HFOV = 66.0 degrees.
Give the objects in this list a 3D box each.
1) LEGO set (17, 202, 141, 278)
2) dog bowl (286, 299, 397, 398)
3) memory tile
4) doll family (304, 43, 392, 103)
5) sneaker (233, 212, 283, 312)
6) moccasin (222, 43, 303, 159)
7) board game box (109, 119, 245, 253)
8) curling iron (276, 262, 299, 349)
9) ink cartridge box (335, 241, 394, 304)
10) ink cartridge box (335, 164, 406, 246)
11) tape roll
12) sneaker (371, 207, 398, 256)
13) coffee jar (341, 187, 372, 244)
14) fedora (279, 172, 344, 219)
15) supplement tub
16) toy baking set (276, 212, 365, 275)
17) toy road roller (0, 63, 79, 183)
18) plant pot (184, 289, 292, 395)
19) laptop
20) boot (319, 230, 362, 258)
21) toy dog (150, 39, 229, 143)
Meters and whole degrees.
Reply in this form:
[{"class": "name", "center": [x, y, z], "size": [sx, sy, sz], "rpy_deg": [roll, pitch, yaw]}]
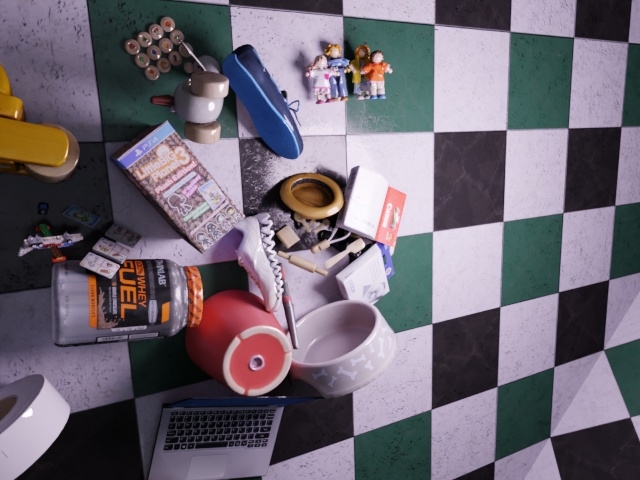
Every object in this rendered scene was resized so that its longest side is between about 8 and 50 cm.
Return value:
[{"class": "LEGO set", "center": [-0.585, 0.000, 1.185], "size": [0.244, 0.182, 0.060], "rpy_deg": [26, 123, -11]}, {"class": "dog bowl", "center": [0.045, 0.302, 1.454], "size": [0.349, 0.349, 0.102], "rpy_deg": [-31, 114, -20]}, {"class": "memory tile", "center": [-0.413, -0.492, 1.265], "size": [0.148, 0.012, 0.113], "rpy_deg": [-41, 115, -16]}, {"class": "doll family", "center": [0.076, -0.505, 1.480], "size": [0.263, 0.118, 0.163], "rpy_deg": [-8, 110, -8]}, {"class": "sneaker", "center": [-0.178, 0.067, 1.408], "size": [0.118, 0.110, 0.291], "rpy_deg": [-8, 74, -17]}, {"class": "moccasin", "center": [-0.126, -0.376, 1.346], "size": [0.116, 0.138, 0.342], "rpy_deg": [-63, 142, -31]}, {"class": "board game box", "center": [-0.361, -0.135, 1.232], "size": [0.141, 0.232, 0.291], "rpy_deg": [-43, 115, -14]}, {"class": "curling iron", "center": [-0.099, 0.187, 1.453], "size": [0.035, 0.068, 0.273], "rpy_deg": [-7, 64, -24]}, {"class": "ink cartridge box", "center": [0.164, 0.122, 1.608], "size": [0.224, 0.045, 0.223], "rpy_deg": [-39, 141, -16]}, {"class": "ink cartridge box", "center": [0.173, -0.099, 1.504], "size": [0.233, 0.066, 0.188], "rpy_deg": [19, 80, -25]}, {"class": "tape roll", "center": [-0.725, 0.439, 1.113], "size": [0.286, 0.286, 0.100], "rpy_deg": [-34, 113, -18]}, {"class": "sneaker", "center": [0.204, -0.035, 1.640], "size": [0.086, 0.064, 0.192], "rpy_deg": [-5, 105, -32]}, {"class": "coffee jar", "center": [0.114, -0.077, 1.568], "size": [0.079, 0.096, 0.184], "rpy_deg": [-18, 107, -30]}, {"class": "fedora", "center": [-0.027, -0.119, 1.469], "size": [0.194, 0.194, 0.079], "rpy_deg": [-22, 145, -23]}, {"class": "supplement tub", "center": [-0.482, 0.149, 1.233], "size": [0.338, 0.207, 0.207], "rpy_deg": [-1, 99, -28]}, {"class": "toy baking set", "center": [-0.004, 0.006, 1.491], "size": [0.256, 0.030, 0.196], "rpy_deg": [28, 81, 2]}, {"class": "toy road roller", "center": [-0.690, -0.270, 1.060], "size": [0.330, 0.203, 0.240], "rpy_deg": [10, 83, -27]}, {"class": "plant pot", "center": [-0.216, 0.296, 1.379], "size": [0.275, 0.243, 0.274], "rpy_deg": [-6, 102, -27]}, {"class": "laptop", "center": [-0.247, 0.570, 1.398], "size": [0.382, 0.236, 0.407], "rpy_deg": [10, 99, -28]}, {"class": "boot", "center": [0.066, 0.012, 1.557], "size": [0.121, 0.099, 0.045], "rpy_deg": [36, 80, -28]}, {"class": "toy dog", "center": [-0.316, -0.358, 1.179], "size": [0.161, 0.333, 0.220], "rpy_deg": [6, 105, -18]}]
